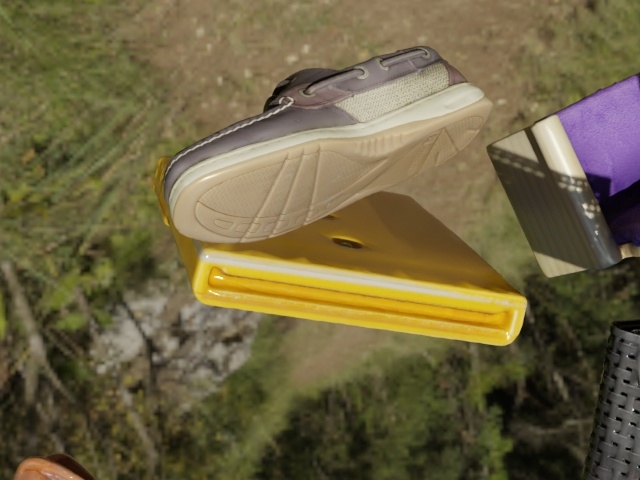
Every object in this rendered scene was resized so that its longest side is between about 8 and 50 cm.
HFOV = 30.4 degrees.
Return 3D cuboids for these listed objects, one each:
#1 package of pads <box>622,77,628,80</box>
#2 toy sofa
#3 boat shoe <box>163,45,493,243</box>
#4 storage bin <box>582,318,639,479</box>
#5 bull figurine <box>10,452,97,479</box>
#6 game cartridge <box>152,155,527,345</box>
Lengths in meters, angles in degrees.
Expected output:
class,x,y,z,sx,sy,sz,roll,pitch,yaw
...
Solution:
class,x,y,z,sx,sy,sz,roll,pitch,yaw
package of pads,0.366,-0.147,1.290,0.083,0.032,0.050,37,170,-14
toy sofa,0.361,-0.107,1.135,0.363,0.150,0.177,-26,-178,-23
boat shoe,0.000,-0.079,0.867,0.285,0.092,0.103,-21,153,-31
storage bin,0.236,0.094,0.614,0.180,0.084,0.122,0,-168,-44
bull figurine,-0.257,0.304,1.097,0.188,0.101,0.310,40,139,1
game cartridge,0.000,0.000,1.093,0.285,0.052,0.323,9,-166,-17
